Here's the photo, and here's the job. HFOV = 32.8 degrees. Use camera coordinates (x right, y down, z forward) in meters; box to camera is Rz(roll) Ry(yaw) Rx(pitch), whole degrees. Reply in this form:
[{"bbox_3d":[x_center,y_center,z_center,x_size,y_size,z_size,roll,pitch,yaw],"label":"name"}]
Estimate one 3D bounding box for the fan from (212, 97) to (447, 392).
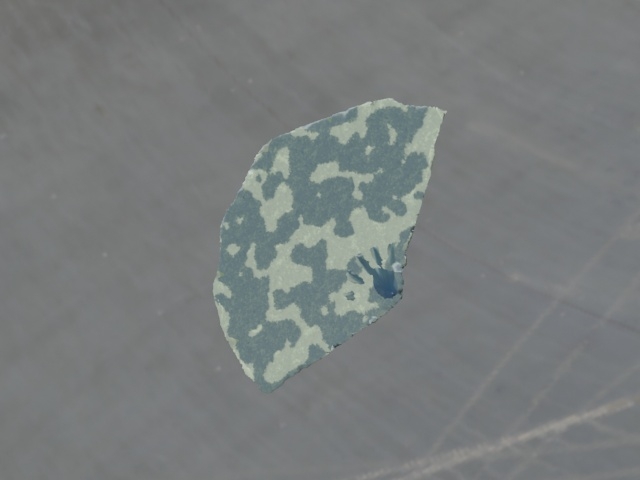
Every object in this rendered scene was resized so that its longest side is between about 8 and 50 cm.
[{"bbox_3d":[0.000,0.000,0.715,0.240,0.131,0.009,-58,-4,24],"label":"fan"}]
